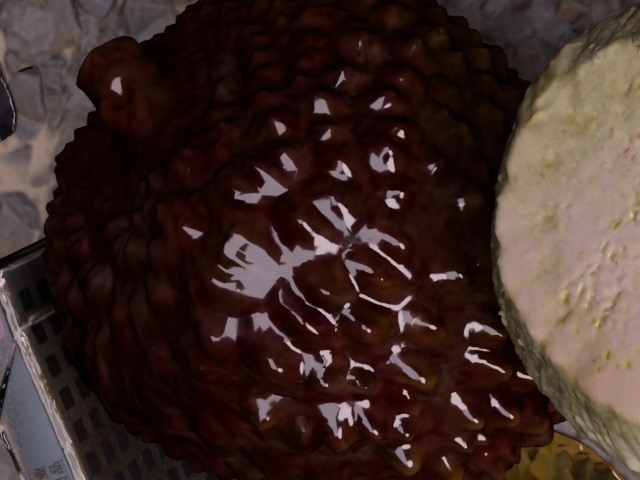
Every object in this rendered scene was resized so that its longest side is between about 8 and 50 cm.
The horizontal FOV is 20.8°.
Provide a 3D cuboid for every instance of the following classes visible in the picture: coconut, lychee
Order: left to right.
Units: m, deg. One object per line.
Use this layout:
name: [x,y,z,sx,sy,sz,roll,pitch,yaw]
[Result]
lychee: [0.000,0.000,0.963,0.330,0.306,0.306,36,107,-26]
coconut: [0.218,0.002,0.810,0.239,0.244,0.239,-6,80,39]

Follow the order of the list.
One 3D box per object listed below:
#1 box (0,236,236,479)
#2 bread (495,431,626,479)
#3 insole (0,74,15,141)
box: [-0.110,0.150,1.065,0.047,0.180,0.325,-20,96,22]
bread: [0.098,0.263,1.060,0.204,0.156,0.288,40,103,0]
insole: [-0.250,-0.147,1.131,0.064,0.004,0.188,-23,95,15]
